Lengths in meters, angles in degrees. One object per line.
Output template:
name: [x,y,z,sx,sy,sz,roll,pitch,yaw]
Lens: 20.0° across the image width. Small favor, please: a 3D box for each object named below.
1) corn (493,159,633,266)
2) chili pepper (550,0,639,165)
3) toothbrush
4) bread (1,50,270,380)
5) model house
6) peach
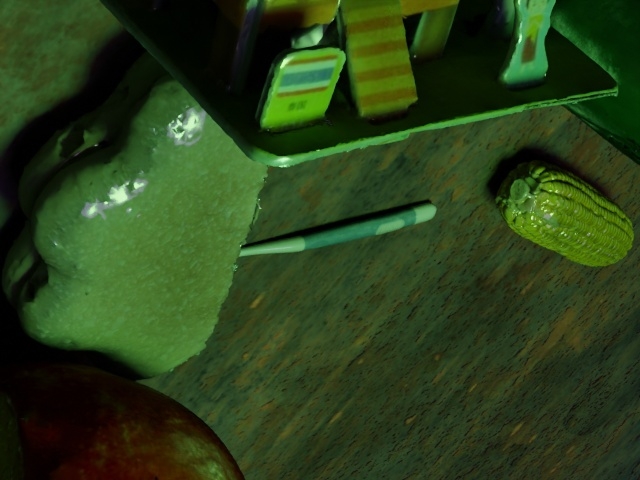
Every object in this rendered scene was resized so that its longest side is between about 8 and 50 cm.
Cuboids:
corn: [0.243,-0.024,1.797,0.080,0.080,0.238,-47,150,12]
chili pepper: [0.312,-0.168,1.534,0.233,0.257,0.248,-16,141,-52]
toothbrush: [0.000,0.000,1.630,0.276,0.025,0.019,-13,139,-35]
bread: [-0.152,-0.010,1.401,0.183,0.102,0.337,-13,142,-29]
model house: [0.072,-0.250,1.209,0.358,0.242,0.313,-11,135,-35]
peach: [-0.208,0.298,1.455,0.310,0.335,0.406,11,99,-40]
